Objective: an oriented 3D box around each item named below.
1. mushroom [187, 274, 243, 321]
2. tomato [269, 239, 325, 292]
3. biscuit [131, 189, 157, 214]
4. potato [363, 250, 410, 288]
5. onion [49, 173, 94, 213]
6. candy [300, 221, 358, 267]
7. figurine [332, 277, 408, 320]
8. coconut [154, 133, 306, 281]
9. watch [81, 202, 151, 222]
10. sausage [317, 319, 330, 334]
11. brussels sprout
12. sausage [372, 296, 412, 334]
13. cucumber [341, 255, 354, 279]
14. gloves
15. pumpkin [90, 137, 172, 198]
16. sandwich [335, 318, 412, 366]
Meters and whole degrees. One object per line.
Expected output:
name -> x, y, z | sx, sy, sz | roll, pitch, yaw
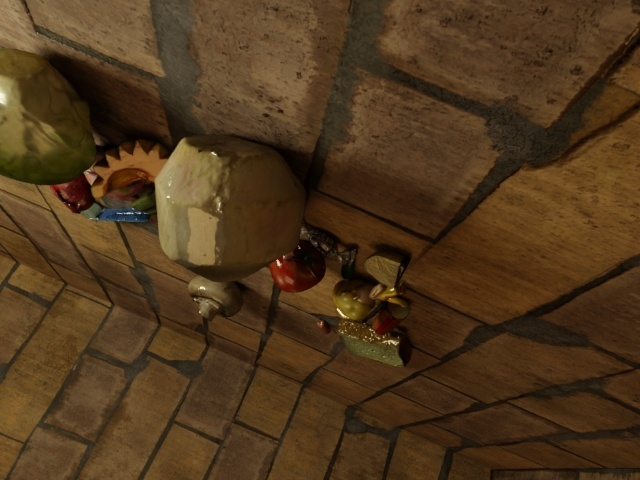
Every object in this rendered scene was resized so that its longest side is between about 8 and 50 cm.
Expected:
mushroom -> -0.416, 0.225, 2.019 | 0.226, 0.178, 0.226 | 23, 147, 16
tomato -> -0.076, 0.072, 1.477 | 0.167, 0.167, 0.167 | 19, 154, 10
biscuit -> -0.438, -0.113, 1.456 | 0.099, 0.038, 0.322 | 13, 166, -37
potato -> 0.173, 0.058, 1.352 | 0.103, 0.066, 0.096 | 28, 131, 11
onion -> -0.718, -0.173, 1.518 | 0.184, 0.147, 0.184 | 61, 178, 3
candy -> 0.000, -0.001, 1.393 | 0.226, 0.051, 0.094 | 32, 147, -13
figurine -> 0.136, 0.167, 1.533 | 0.246, 0.131, 0.156 | -16, 165, 41
coconut -> -0.201, -0.061, 1.169 | 0.352, 0.353, 0.353 | 19, 154, 10
watch -> -0.735, -0.127, 1.763 | 0.276, 0.068, 0.274 | 36, 147, -23
sausage -> 0.013, 0.345, 2.053 | 0.034, 0.034, 0.083 | 7, 148, 31
brussels sprout -> -0.679, -0.285, 1.210 | 0.343, 0.268, 0.344 | 0, 144, 0
sausage -> 0.217, 0.255, 1.668 | 0.083, 0.083, 0.264 | 23, 155, 2
cucumber -> 0.079, 0.080, 1.498 | 0.039, 0.039, 0.168 | 19, 152, 10
gloves -> -0.601, -0.180, 1.483 | 0.145, 0.126, 0.241 | 7, 143, 25
pumpkin -> -0.480, -0.211, 1.356 | 0.253, 0.149, 0.131 | -14, 115, 9
sandwich -> 0.203, 0.372, 1.887 | 0.251, 0.087, 0.226 | 12, 150, 28
